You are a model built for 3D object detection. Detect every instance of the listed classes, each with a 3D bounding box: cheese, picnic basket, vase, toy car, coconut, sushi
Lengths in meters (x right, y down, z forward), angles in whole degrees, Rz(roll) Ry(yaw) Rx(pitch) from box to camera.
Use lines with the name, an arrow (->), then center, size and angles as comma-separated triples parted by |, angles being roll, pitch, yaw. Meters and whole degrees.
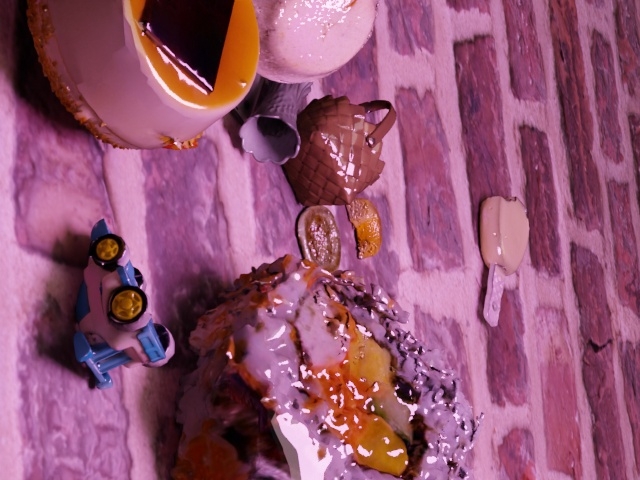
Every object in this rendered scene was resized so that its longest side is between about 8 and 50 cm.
cheese -> 0.303, 0.031, 2.534 | 0.127, 0.050, 0.255 | 51, 40, -40
picnic basket -> 0.032, -0.137, 2.048 | 0.178, 0.128, 0.137 | -48, 124, -43
vase -> -0.052, -0.174, 1.954 | 0.081, 0.081, 0.148 | 59, 29, -31
toy car -> -0.230, 0.068, 1.601 | 0.161, 0.098, 0.126 | 61, -7, 25
coconut -> -0.049, -0.314, 1.859 | 0.224, 0.224, 0.234 | 38, 11, -49
sushi -> 0.007, 0.211, 1.786 | 0.417, 0.176, 0.417 | 21, 55, -33

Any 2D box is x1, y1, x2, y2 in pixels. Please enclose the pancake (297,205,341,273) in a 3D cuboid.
pancake -> 0.000, 0.001, 2.064 | 0.108, 0.017, 0.108 | 22, 62, -51

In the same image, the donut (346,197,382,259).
donut -> 0.065, -0.019, 2.159 | 0.067, 0.038, 0.083 | 38, 48, -53

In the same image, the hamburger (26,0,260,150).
hamburger -> -0.200, -0.233, 1.641 | 0.294, 0.179, 0.276 | 41, 45, -43

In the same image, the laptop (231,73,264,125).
laptop -> -0.139, -0.300, 1.924 | 0.269, 0.015, 0.187 | 53, 39, -37
